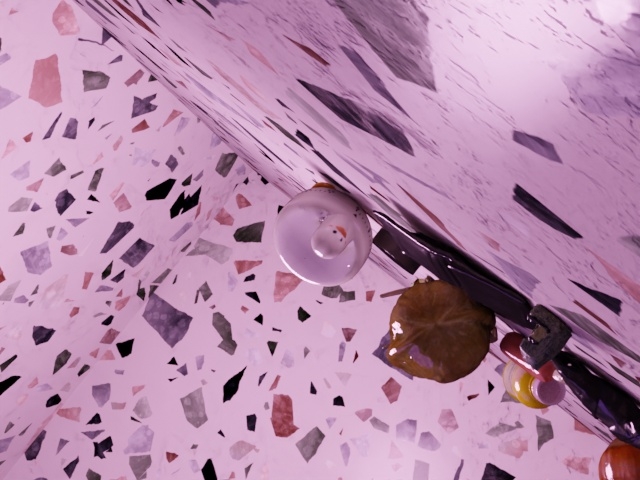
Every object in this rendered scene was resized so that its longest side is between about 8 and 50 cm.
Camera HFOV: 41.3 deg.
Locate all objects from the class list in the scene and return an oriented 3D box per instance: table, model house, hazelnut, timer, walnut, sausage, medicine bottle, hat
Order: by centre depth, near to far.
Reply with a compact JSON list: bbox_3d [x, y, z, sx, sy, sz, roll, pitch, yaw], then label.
[{"bbox_3d":[0.344,0.155,1.331,0.066,0.083,0.079,40,180,38],"label":"model house"},{"bbox_3d":[0.645,0.479,1.676,0.176,0.214,0.214,-13,151,25],"label":"hazelnut"},{"bbox_3d":[0.461,0.255,1.882,0.062,0.062,0.154,40,178,-40],"label":"sausage"},{"bbox_3d":[0.266,0.207,1.899,0.283,0.282,0.227,43,-156,-70],"label":"walnut"},{"bbox_3d":[0.000,0.000,1.941,0.233,0.233,0.240,39,-144,1],"label":"timer"},{"bbox_3d":[0.507,0.333,1.979,0.122,0.122,0.212,39,178,-1],"label":"medicine bottle"},{"bbox_3d":[0.186,0.027,2.052,0.133,0.043,0.133,39,178,2],"label":"table"},{"bbox_3d":[0.289,0.127,2.319,0.076,0.059,0.077,20,176,26],"label":"hat"}]

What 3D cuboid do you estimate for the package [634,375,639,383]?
[{"bbox_3d":[0.481,0.225,1.197,0.059,0.029,0.083,30,-165,-42],"label":"package"}]

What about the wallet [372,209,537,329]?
[{"bbox_3d":[0.250,0.059,1.534,0.323,0.041,0.247,34,177,27],"label":"wallet"}]

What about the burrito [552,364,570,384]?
[{"bbox_3d":[0.538,0.297,1.712,0.045,0.041,0.185,49,173,-20],"label":"burrito"}]

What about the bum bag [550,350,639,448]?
[{"bbox_3d":[0.531,0.304,1.541,0.310,0.074,0.137,39,-171,15],"label":"bum bag"}]

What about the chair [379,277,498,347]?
[{"bbox_3d":[0.313,0.205,2.207,0.188,0.272,0.166,42,-140,-51],"label":"chair"}]
